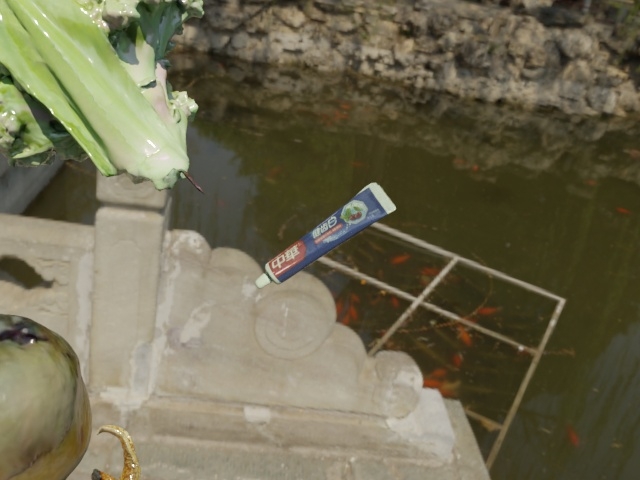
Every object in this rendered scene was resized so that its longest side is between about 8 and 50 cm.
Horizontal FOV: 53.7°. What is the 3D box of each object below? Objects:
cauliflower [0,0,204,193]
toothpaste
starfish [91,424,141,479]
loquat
[{"bbox_3d":[-0.207,-0.144,0.634,0.256,0.239,0.315,-26,73,-29],"label":"cauliflower"},{"bbox_3d":[0.000,0.000,0.548,0.037,0.140,0.021,59,8,34],"label":"toothpaste"},{"bbox_3d":[-0.282,0.338,0.790,0.074,0.146,0.190,18,35,-3],"label":"starfish"},{"bbox_3d":[-0.296,0.163,0.564,0.179,0.227,0.179,9,53,-13],"label":"loquat"}]
